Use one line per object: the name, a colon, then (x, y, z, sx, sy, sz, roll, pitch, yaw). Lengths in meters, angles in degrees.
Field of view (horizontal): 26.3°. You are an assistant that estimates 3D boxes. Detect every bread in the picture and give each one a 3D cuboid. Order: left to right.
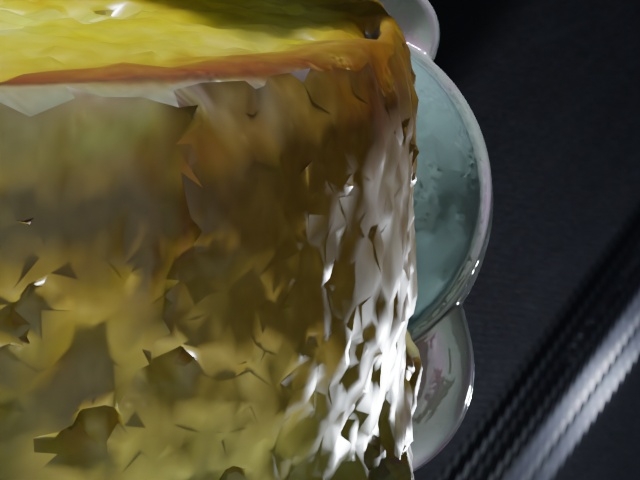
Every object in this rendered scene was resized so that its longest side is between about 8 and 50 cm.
bread: (-0.141, 0.012, 0.455, 0.398, 0.398, 0.215, -6, -69, -29)

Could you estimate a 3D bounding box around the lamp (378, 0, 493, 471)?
lamp: (0.000, 0.001, 0.675, 0.179, 0.108, 0.246, -13, -95, 12)
